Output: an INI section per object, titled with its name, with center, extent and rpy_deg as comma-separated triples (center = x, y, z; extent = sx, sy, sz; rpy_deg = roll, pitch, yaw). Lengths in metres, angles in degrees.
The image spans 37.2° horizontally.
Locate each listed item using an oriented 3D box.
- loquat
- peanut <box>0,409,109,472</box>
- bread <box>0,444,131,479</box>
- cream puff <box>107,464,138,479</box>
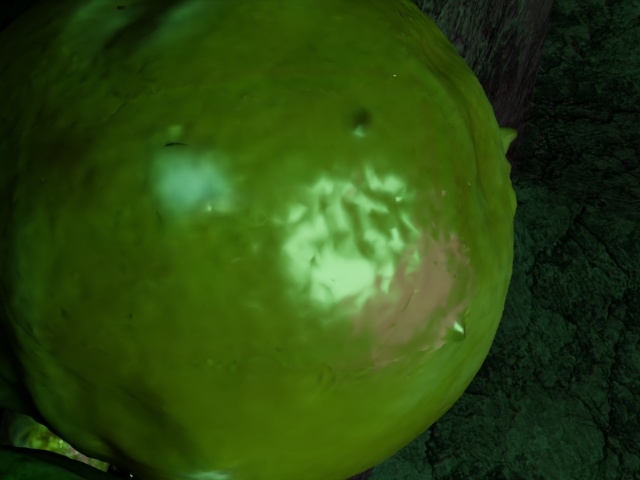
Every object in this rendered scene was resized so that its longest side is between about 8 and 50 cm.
[loquat]
center = -0.052, -0.009, 0.548
extent = 0.328, 0.328, 0.328
rpy_deg = -58, 162, -31
[peanut]
center = -0.207, 0.178, 0.735
extent = 0.087, 0.087, 0.207
rpy_deg = -44, 155, -56
[bread]
center = -0.185, 0.280, 0.431
extent = 0.129, 0.381, 0.366
rpy_deg = 49, 20, -71
[cream puff]
center = -0.105, 0.157, 0.892
extent = 0.239, 0.164, 0.239
rpy_deg = 18, 90, -75
